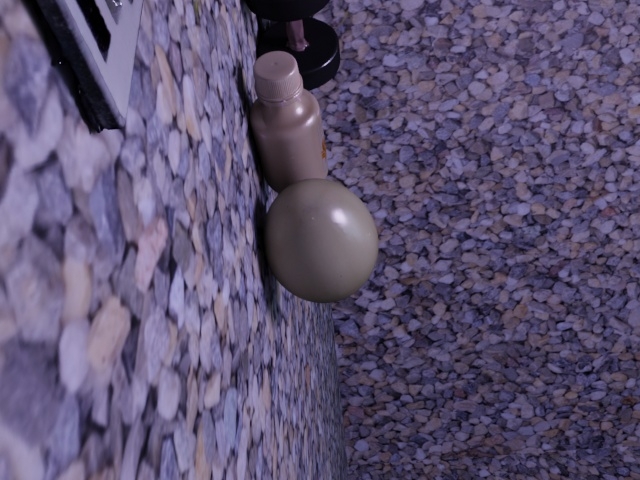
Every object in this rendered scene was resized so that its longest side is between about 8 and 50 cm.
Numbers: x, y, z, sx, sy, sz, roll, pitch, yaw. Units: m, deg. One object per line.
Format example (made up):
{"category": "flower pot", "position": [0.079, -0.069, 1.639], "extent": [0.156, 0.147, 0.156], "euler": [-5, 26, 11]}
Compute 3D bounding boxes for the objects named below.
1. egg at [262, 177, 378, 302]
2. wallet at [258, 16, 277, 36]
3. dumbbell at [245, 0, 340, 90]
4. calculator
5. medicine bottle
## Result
{"category": "egg", "position": [0.000, 0.000, 1.139], "extent": [0.242, 0.185, 0.186], "euler": [76, 10, -56]}
{"category": "wallet", "position": [-0.098, -0.465, 1.375], "extent": [0.169, 0.052, 0.245], "euler": [-79, 167, -64]}
{"category": "dumbbell", "position": [-0.046, -0.380, 1.215], "extent": [0.218, 0.152, 0.153], "euler": [80, 6, -57]}
{"category": "calculator", "position": [-0.144, -0.212, 0.451], "extent": [0.161, 0.021, 0.262], "euler": [79, 6, -57]}
{"category": "medicine bottle", "position": [-0.054, -0.184, 1.123], "extent": [0.252, 0.114, 0.114], "euler": [78, 8, -56]}
